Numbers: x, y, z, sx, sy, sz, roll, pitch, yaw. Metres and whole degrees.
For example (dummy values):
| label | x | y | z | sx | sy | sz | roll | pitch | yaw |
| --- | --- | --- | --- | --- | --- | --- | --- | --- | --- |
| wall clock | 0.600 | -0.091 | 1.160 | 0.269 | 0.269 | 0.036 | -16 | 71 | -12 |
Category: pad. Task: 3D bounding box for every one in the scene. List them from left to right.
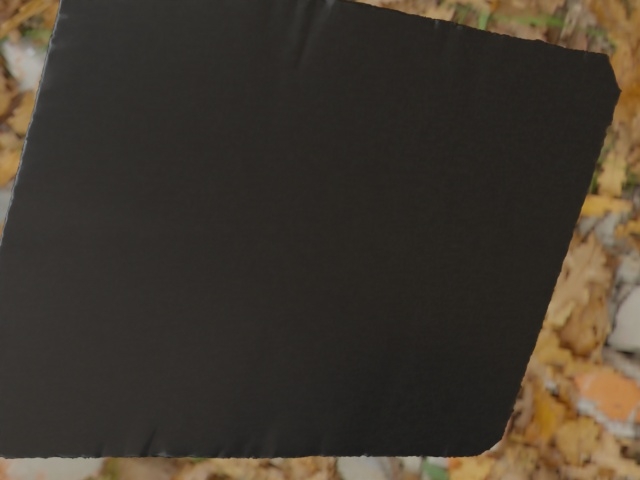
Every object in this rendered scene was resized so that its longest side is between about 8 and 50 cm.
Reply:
| label | x | y | z | sx | sy | sz | roll | pitch | yaw |
| --- | --- | --- | --- | --- | --- | --- | --- | --- | --- |
| pad | 0.000 | 0.000 | 0.360 | 0.157 | 0.003 | 0.112 | 6 | 108 | -36 |
